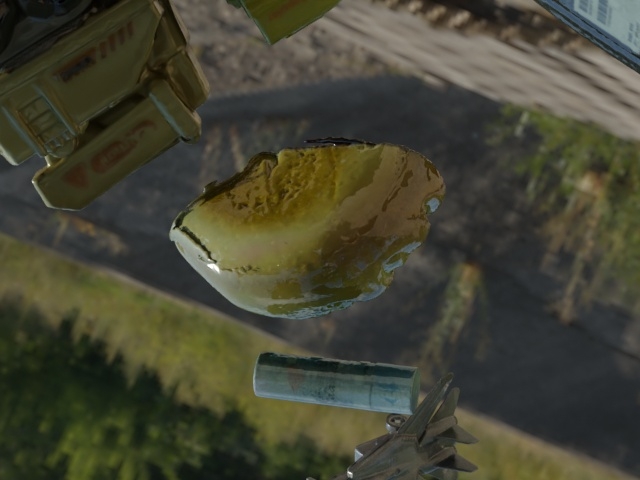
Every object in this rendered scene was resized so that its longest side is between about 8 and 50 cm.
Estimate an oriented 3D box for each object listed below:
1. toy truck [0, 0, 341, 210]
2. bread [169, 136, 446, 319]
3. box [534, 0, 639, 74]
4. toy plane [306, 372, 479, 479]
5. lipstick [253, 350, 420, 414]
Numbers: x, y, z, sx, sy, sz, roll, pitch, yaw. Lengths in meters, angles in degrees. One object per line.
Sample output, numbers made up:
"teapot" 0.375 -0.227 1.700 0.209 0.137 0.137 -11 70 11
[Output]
"toy truck" -0.153 -0.214 1.394 0.254 0.405 0.181 58 -178 -16
"bread" -0.012 0.007 1.507 0.260 0.156 0.158 -3 144 27
"box" 0.333 -0.295 1.691 0.350 0.091 0.359 39 171 16
"toy plane" 0.067 0.283 1.917 0.267 0.212 0.088 -15 -151 -25
"lipstick" 0.015 0.138 1.507 0.157 0.048 0.048 5 175 13
